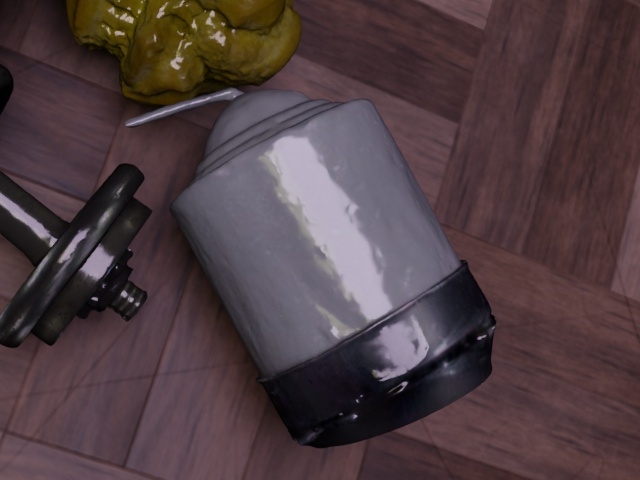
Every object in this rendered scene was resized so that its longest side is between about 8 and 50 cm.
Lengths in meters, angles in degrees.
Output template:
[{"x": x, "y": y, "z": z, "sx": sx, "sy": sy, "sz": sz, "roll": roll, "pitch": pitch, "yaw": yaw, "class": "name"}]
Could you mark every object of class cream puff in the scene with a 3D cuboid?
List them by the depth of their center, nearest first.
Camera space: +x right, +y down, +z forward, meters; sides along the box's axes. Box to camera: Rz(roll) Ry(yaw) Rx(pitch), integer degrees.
[{"x": -0.132, "y": -0.210, "z": 0.999, "sx": 0.221, "sy": 0.194, "sz": 0.195, "roll": 36, "pitch": 72, "yaw": -6, "class": "cream puff"}]

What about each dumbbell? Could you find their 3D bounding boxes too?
[{"x": -0.266, "y": -0.030, "z": 0.909, "sx": 0.290, "sy": 0.192, "sz": 0.192, "roll": 39, "pitch": 72, "yaw": -10, "class": "dumbbell"}]

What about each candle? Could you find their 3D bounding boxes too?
[{"x": 0.000, "y": 0.000, "z": 0.980, "sx": 0.221, "sy": 0.221, "sz": 0.343, "roll": -27, "pitch": 90, "yaw": -20, "class": "candle"}]
